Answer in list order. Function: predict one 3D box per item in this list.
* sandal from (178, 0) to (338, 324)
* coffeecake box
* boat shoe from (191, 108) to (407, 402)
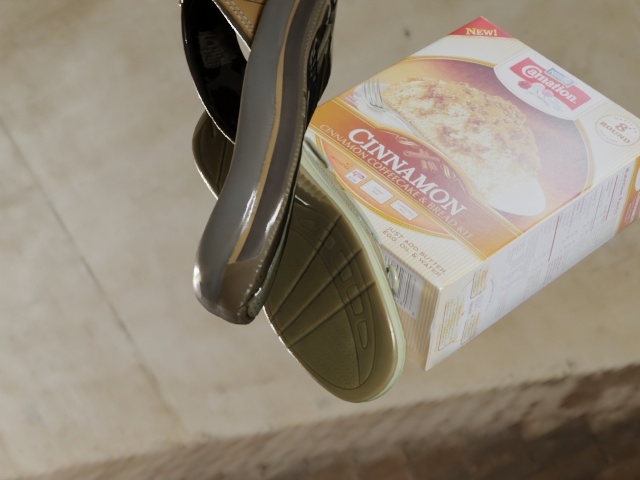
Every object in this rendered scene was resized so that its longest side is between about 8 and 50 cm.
[{"bbox_3d":[-0.027,-0.069,0.537,0.090,0.060,0.219,97,-176,-59],"label":"sandal"},{"bbox_3d":[0.075,-0.033,0.818,0.185,0.142,0.068,-32,-34,-32],"label":"coffeecake box"},{"bbox_3d":[-0.001,0.001,0.608,0.048,0.153,0.056,12,-54,-50],"label":"boat shoe"}]
